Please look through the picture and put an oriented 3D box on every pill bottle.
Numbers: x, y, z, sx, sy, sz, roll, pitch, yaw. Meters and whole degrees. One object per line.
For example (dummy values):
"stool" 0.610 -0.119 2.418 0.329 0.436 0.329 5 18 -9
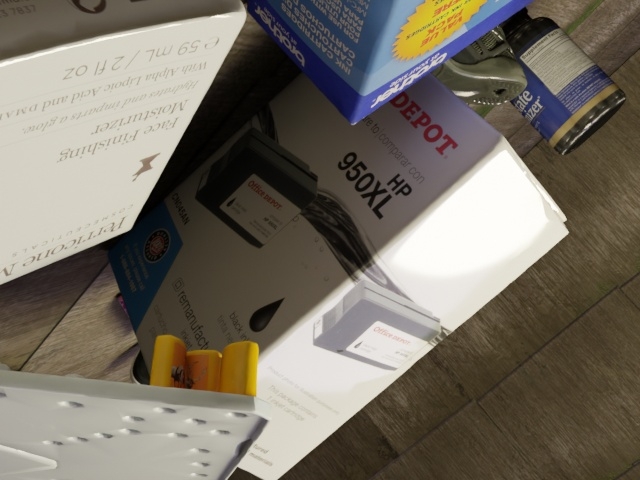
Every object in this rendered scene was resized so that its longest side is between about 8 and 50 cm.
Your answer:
"pill bottle" 0.320 -0.240 1.209 0.123 0.219 0.123 -38 168 -10

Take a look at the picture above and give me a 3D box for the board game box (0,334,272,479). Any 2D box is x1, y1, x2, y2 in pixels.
"board game box" -0.260 0.136 0.619 0.390 0.050 0.390 9 152 -12

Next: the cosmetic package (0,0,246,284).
"cosmetic package" -0.165 -0.086 0.411 0.151 0.151 0.183 -28 163 -43

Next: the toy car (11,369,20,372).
"toy car" -0.389 0.240 1.030 0.182 0.159 0.136 -39 -157 -7

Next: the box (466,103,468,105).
"box" 0.201 -0.225 1.312 0.083 0.052 0.062 -42 167 14

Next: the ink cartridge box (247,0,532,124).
"ink cartridge box" 0.096 -0.260 0.609 0.270 0.151 0.395 -36 170 -18

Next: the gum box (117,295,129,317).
"gum box" -0.210 0.090 1.168 0.107 0.062 0.188 -37 168 -15

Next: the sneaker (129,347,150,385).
"sneaker" -0.213 0.139 1.340 0.217 0.079 0.121 -42 169 -38

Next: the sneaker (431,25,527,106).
"sneaker" 0.140 -0.240 1.018 0.228 0.130 0.087 1 152 -29

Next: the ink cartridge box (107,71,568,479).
"ink cartridge box" 0.000 0.000 0.866 0.395 0.285 0.166 -42 134 7
